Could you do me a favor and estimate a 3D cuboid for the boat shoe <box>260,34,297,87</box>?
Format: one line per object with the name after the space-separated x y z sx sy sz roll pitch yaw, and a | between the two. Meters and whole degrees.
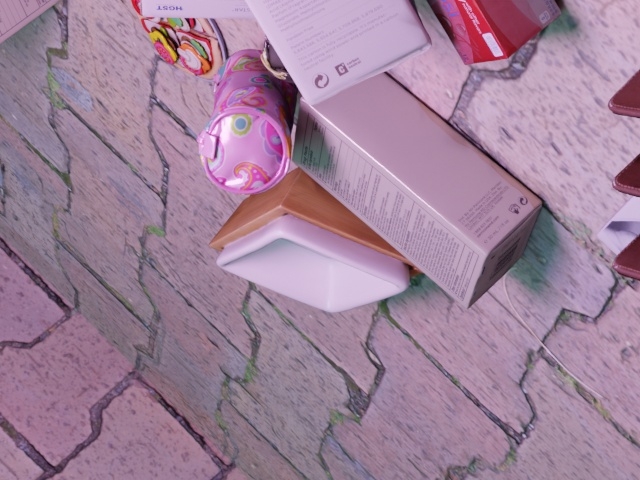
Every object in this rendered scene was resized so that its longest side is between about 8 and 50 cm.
-0.033 -0.224 2.003 0.081 0.069 0.228 54 -172 6 | boat shoe

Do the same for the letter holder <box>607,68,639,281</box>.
0.392 -0.067 1.465 0.302 0.214 0.152 9 135 56 | letter holder

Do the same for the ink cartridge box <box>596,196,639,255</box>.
0.411 0.040 1.804 0.223 0.045 0.224 44 156 8 | ink cartridge box

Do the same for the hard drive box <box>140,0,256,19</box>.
-0.127 -0.366 1.931 0.181 0.089 0.232 1 148 -3 | hard drive box

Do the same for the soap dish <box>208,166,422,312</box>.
0.000 0.000 2.267 0.229 0.118 0.291 23 161 -17 | soap dish

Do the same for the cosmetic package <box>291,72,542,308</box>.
0.115 -0.075 2.053 0.309 0.113 0.160 42 156 15 | cosmetic package

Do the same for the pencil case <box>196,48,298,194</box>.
-0.091 -0.157 2.098 0.124 0.124 0.284 57 -167 -20 | pencil case

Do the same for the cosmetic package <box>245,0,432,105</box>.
-0.045 -0.362 1.709 0.385 0.156 0.217 59 -169 -29 | cosmetic package

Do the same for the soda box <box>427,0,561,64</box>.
0.135 -0.314 1.677 0.263 0.092 0.083 57 157 -18 | soda box

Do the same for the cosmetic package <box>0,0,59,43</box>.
-0.563 -0.369 2.532 0.129 0.296 0.153 26 146 43 | cosmetic package

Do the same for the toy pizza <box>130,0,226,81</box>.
-0.213 -0.307 2.357 0.201 0.032 0.201 38 154 22 | toy pizza
